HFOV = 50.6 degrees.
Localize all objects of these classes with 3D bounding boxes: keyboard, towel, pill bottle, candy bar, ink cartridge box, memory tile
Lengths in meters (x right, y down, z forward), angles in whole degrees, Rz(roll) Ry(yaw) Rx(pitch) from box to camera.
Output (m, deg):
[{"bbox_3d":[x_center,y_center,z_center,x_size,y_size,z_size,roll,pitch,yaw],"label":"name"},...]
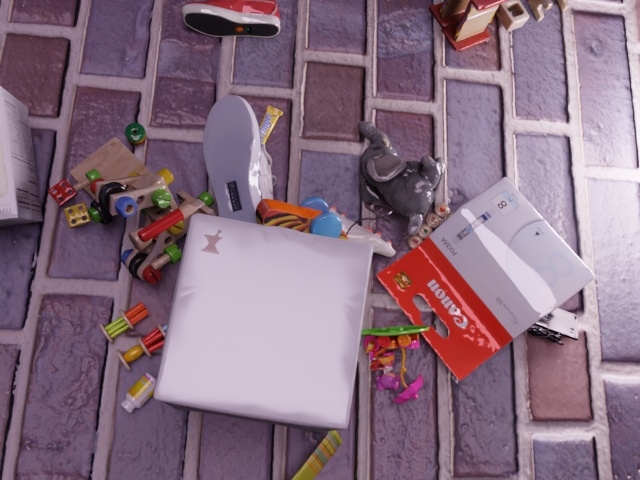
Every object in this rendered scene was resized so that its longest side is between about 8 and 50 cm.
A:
[{"bbox_3d":[0.506,0.188,1.579,0.192,0.038,0.100,20,49,0],"label":"keyboard"},{"bbox_3d":[-0.042,0.485,1.378,0.021,0.102,0.237,33,71,27],"label":"towel"},{"bbox_3d":[-0.376,0.318,1.410,0.043,0.043,0.083,41,72,6],"label":"pill bottle"},{"bbox_3d":[-0.141,-0.252,1.626,0.040,0.018,0.161,25,71,0],"label":"candy bar"},{"bbox_3d":[0.370,0.078,1.529,0.385,0.091,0.308,-33,75,-16],"label":"ink cartridge box"},{"bbox_3d":[0.287,-0.011,1.613,0.113,0.012,0.148,40,72,5],"label":"memory tile"}]

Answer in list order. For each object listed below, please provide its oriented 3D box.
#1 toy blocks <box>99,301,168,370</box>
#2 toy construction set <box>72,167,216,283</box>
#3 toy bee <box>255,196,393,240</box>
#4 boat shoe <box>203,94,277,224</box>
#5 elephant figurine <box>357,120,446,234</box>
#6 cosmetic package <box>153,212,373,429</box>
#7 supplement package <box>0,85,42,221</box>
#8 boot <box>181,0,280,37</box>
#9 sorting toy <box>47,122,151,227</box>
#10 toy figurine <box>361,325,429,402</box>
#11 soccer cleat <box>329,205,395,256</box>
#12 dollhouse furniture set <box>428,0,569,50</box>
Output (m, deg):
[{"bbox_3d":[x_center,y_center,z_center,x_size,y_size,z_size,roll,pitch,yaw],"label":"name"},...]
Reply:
[{"bbox_3d":[-0.376,0.187,1.444,0.148,0.054,0.123,-33,81,-15],"label":"toy blocks"},{"bbox_3d":[-0.315,-0.062,1.407,0.237,0.309,0.257,-35,113,-26],"label":"toy construction set"},{"bbox_3d":[0.000,0.000,1.458,0.298,0.195,0.162,11,115,-7],"label":"toy bee"},{"bbox_3d":[-0.158,-0.138,1.528,0.135,0.156,0.367,-12,86,18],"label":"boat shoe"},{"bbox_3d":[0.157,-0.155,1.584,0.239,0.186,0.169,23,115,10],"label":"elephant figurine"},{"bbox_3d":[-0.110,0.180,1.304,0.329,0.394,0.327,10,73,-3],"label":"cosmetic package"},{"bbox_3d":[-0.715,-0.158,1.396,0.199,0.198,0.263,-8,90,-9],"label":"supplement package"},{"bbox_3d":[-0.225,-0.605,1.687,0.244,0.088,0.176,0,73,-16],"label":"boot"},{"bbox_3d":[-0.476,-0.137,1.532,0.132,0.046,0.274,44,73,6],"label":"sorting toy"},{"bbox_3d":[0.157,0.271,1.466,0.173,0.130,0.159,-6,87,29],"label":"toy figurine"},{"bbox_3d":[0.079,-0.005,1.561,0.196,0.068,0.076,30,87,3],"label":"soccer cleat"},{"bbox_3d":[0.488,-0.651,1.732,0.374,0.201,0.152,-24,78,-13],"label":"dollhouse furniture set"}]
